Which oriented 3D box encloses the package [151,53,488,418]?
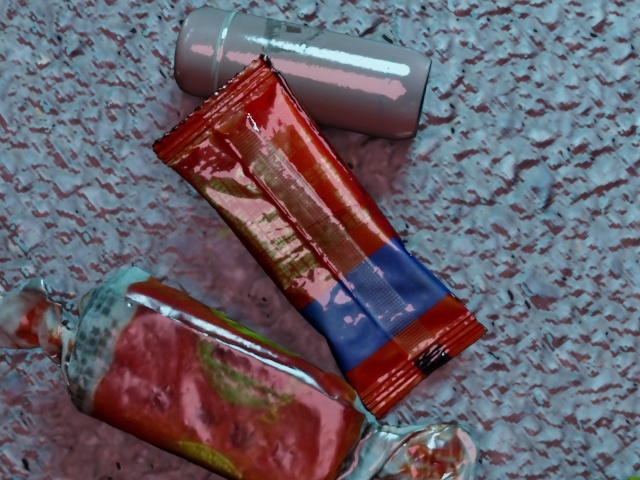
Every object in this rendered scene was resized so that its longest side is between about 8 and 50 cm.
[{"bbox_3d":[0.000,0.000,0.868,0.083,0.022,0.200,-38,97,11],"label":"package"}]

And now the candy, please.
[{"bbox_3d":[-0.054,0.084,0.863,0.292,0.059,0.086,25,95,7],"label":"candy"}]

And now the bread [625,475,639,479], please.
[{"bbox_3d":[0.174,0.188,0.782,0.103,0.172,0.132,-34,82,0],"label":"bread"}]

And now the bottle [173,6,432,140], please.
[{"bbox_3d":[-0.010,-0.094,0.882,0.140,0.053,0.053,12,85,5],"label":"bottle"}]
